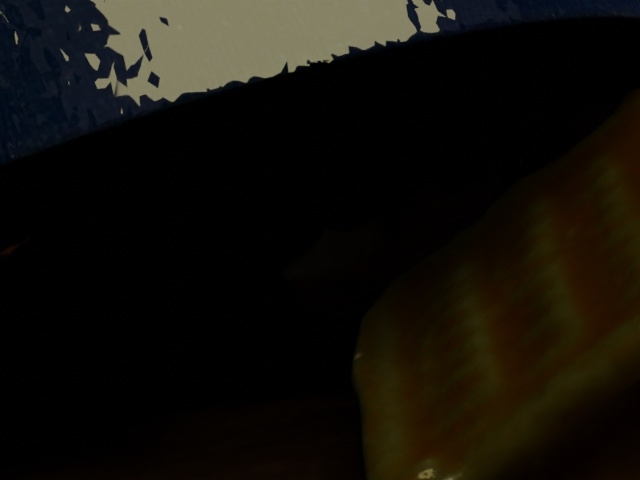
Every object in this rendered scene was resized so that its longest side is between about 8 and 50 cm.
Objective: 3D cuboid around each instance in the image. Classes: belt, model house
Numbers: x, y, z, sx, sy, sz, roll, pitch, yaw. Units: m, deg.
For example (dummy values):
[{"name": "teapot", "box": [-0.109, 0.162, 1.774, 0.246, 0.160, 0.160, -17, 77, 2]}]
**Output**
[{"name": "belt", "box": [-0.041, -0.046, 0.561, 0.346, 0.212, 0.117, -17, 66, -10]}, {"name": "model house", "box": [0.132, 0.065, 0.462, 0.239, 0.173, 0.268, 2, 30, -4]}]

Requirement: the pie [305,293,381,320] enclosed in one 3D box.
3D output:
[{"name": "pie", "box": [0.000, 0.000, 0.676, 0.085, 0.017, 0.085, -4, 52, 4]}]
